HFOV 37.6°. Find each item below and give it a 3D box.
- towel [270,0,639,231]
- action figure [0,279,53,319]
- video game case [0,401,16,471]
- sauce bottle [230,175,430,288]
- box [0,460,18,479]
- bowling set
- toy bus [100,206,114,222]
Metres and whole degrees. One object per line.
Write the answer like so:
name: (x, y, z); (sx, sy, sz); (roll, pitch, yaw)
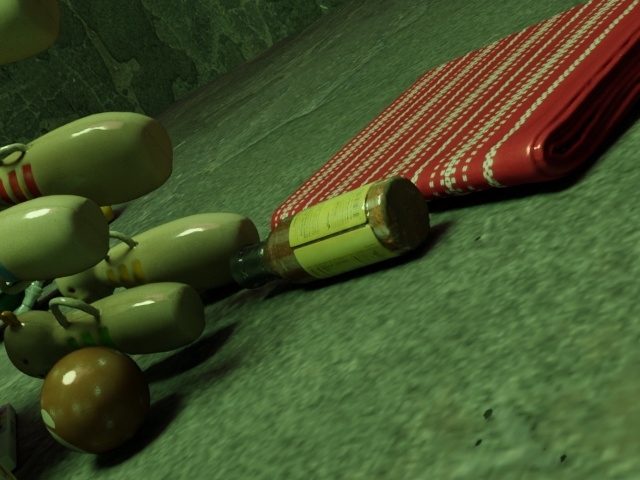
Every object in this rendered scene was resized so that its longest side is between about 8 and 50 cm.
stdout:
towel: (0.097, -0.077, 0.581); (0.199, 0.031, 0.275); (-43, 16, -27)
action figure: (-0.315, 0.052, 0.963); (0.232, 0.063, 0.137); (-39, 13, -5)
video game case: (-0.229, 0.146, 0.588); (0.087, 0.011, 0.122); (-37, 15, -12)
sauce bottle: (0.000, 0.000, 0.511); (0.128, 0.042, 0.042); (-16, 22, 43)
box: (-0.120, 0.071, 0.267); (0.043, 0.179, 0.105); (-37, 15, -15)
bowling set: (-0.162, 0.017, 0.514); (0.154, 0.287, 0.199); (-12, 50, 22)
toy bus: (-0.437, 0.018, 1.197); (0.333, 0.130, 0.108); (-42, 18, -30)
